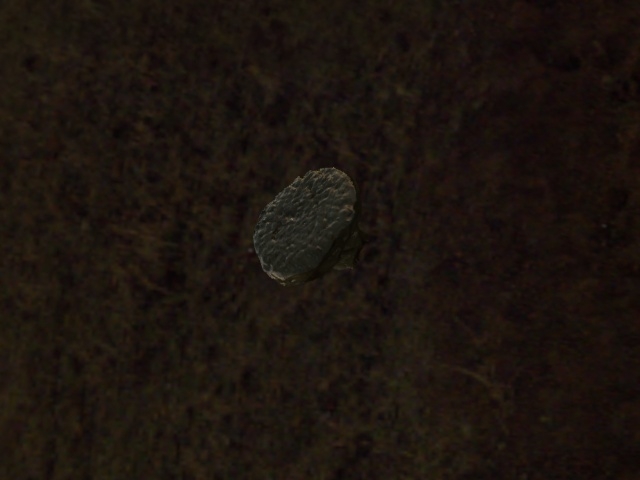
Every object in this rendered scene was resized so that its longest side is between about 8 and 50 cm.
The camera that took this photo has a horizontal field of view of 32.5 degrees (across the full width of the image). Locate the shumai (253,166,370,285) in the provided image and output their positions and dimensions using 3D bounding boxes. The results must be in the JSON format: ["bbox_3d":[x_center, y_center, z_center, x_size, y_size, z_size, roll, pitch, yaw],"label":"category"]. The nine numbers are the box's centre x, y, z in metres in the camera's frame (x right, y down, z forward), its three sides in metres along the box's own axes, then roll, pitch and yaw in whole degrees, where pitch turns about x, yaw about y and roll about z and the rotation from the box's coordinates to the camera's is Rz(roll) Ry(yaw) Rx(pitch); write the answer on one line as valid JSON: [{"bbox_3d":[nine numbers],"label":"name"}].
[{"bbox_3d":[-0.001,-0.001,1.054,0.099,0.087,0.124,31,76,40],"label":"shumai"}]
